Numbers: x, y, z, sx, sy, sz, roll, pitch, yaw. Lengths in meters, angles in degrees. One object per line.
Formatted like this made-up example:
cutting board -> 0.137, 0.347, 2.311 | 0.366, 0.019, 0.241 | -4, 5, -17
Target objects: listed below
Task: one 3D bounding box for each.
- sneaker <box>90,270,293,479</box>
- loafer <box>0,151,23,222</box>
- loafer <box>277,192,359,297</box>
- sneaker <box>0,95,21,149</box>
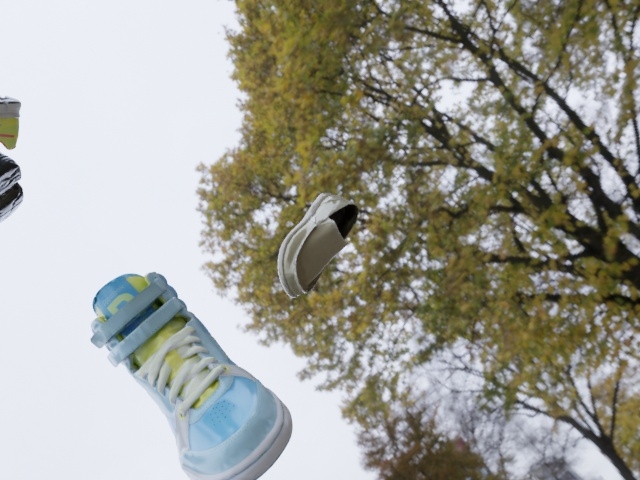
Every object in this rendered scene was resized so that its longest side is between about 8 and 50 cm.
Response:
sneaker -> -0.163, 0.137, 0.680 | 0.127, 0.319, 0.208 | -42, -70, -18
loafer -> -0.403, -0.067, 0.751 | 0.062, 0.061, 0.170 | -49, 4, -38
loafer -> 0.000, 0.000, 1.259 | 0.102, 0.092, 0.268 | 56, -134, -37
sneaker -> -0.552, -0.160, 0.919 | 0.209, 0.081, 0.094 | -10, -61, -29
